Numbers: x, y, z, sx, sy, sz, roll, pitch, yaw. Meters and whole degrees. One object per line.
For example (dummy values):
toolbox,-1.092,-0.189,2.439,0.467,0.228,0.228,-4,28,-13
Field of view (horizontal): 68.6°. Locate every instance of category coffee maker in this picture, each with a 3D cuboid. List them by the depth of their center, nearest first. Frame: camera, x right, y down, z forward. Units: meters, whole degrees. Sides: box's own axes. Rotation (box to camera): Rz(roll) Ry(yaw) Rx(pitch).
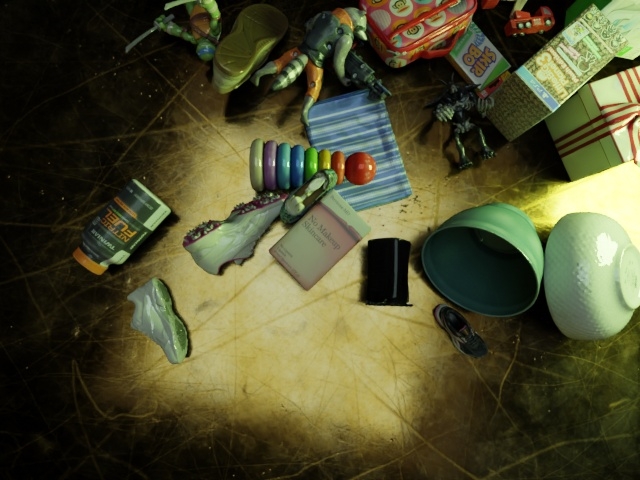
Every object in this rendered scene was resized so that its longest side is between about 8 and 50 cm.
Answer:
coffee maker,0.180,0.083,1.221,0.120,0.171,0.178,-1,81,13

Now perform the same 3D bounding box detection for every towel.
towel,0.103,-0.254,1.321,0.244,0.040,0.335,-16,85,-5

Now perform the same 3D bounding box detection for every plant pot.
plant pot,0.439,0.025,1.211,0.293,0.293,0.196,43,56,2

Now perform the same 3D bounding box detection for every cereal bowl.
cereal bowl,0.716,0.088,1.191,0.339,0.141,0.338,4,84,-37

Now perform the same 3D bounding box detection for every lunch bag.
lunch bag,0.276,-0.621,1.317,0.293,0.120,0.258,-31,77,-5

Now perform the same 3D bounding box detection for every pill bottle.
pill bottle,-0.516,-0.029,1.208,0.130,0.130,0.245,40,83,1

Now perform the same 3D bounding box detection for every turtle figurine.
turtle figurine,-0.358,-0.631,1.245,0.275,0.198,0.266,4,72,-23

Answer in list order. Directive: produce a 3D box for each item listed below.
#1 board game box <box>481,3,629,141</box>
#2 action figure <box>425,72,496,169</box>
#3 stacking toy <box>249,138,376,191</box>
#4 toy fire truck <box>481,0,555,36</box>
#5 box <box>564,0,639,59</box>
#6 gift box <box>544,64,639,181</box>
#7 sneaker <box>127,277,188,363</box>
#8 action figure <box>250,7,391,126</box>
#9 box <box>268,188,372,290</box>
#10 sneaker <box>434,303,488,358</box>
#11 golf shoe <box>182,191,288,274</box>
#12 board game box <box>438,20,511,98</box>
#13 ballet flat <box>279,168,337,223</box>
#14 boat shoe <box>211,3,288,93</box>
board game box,0.622,-0.445,1.280,0.291,0.232,0.141,-41,88,-6
action figure,0.398,-0.347,1.302,0.164,0.141,0.275,-20,86,6
stacking toy,-0.017,-0.199,1.246,0.331,0.141,0.141,0,83,-1
toy fire truck,0.590,-0.683,1.398,0.192,0.047,0.135,-10,83,-5
box,0.861,-0.642,1.304,0.231,0.262,0.126,11,83,-3
gift box,0.820,-0.305,1.264,0.255,0.258,0.276,-26,85,-6
sneaker,-0.427,0.221,1.216,0.115,0.090,0.232,-26,77,0
action figure,0.023,-0.474,1.252,0.341,0.178,0.330,40,91,16
box,0.000,0.000,1.228,0.232,0.127,0.148,-44,88,-1
sneaker,0.381,0.249,1.261,0.178,0.077,0.072,44,84,1
golf shoe,-0.206,-0.022,1.254,0.306,0.115,0.140,-28,112,-10
board game box,0.443,-0.552,1.382,0.124,0.039,0.259,-39,90,-6
ballet flat,-0.040,-0.115,1.183,0.188,0.070,0.070,-44,88,13
boat shoe,-0.199,-0.527,1.273,0.122,0.110,0.341,35,54,-8
